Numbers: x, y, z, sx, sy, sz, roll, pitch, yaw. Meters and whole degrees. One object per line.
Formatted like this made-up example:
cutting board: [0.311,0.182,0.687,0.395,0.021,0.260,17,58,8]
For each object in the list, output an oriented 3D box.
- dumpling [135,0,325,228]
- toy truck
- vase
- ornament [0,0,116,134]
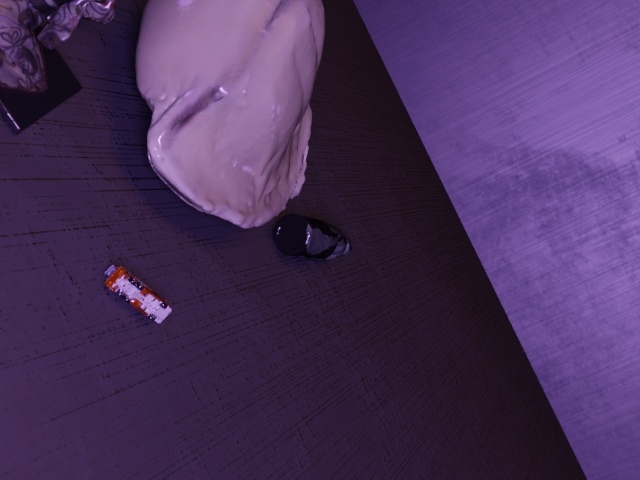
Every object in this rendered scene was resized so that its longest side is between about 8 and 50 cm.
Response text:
dumpling: [-0.083,-0.179,1.180,0.315,0.233,0.395,53,34,-38]
toy truck: [-0.169,0.052,0.916,0.083,0.024,0.032,44,-4,-40]
vase: [0.000,0.000,1.412,0.211,0.060,0.060,12,54,-67]
ornament: [-0.224,-0.232,0.887,0.166,0.196,0.153,57,18,-16]
